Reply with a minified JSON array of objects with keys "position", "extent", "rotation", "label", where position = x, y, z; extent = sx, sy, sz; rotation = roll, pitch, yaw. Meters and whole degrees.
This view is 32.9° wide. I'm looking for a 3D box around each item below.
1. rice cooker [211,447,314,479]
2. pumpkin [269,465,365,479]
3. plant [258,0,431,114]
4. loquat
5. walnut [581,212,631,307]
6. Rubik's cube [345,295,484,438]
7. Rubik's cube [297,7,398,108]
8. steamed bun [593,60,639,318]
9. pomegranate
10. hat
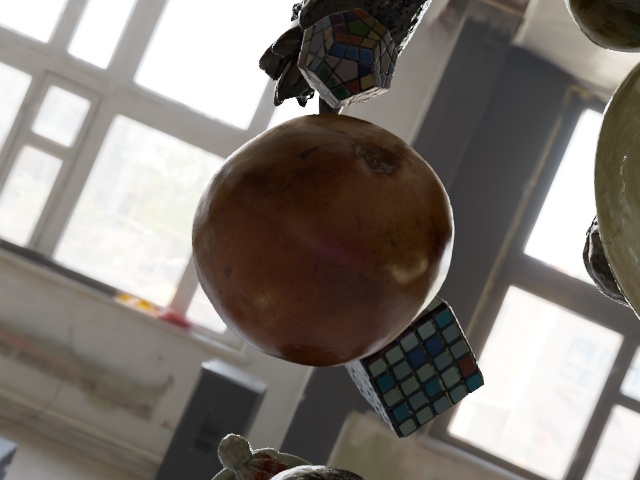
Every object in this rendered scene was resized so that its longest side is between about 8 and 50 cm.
[{"position":[-0.089,0.563,2.051],"extent":[0.288,0.288,0.277],"rotation":[22,-37,30],"label":"rice cooker"},{"position":[-0.010,0.398,1.358],"extent":[0.233,0.233,0.163],"rotation":[23,-12,-40],"label":"pumpkin"},{"position":[0.040,-0.317,1.639],"extent":[0.181,0.194,0.321],"rotation":[26,-42,-12],"label":"plant"},{"position":[0.477,-0.376,1.716],"extent":[0.195,0.152,0.152],"rotation":[23,0,19],"label":"loquat"},{"position":[0.550,0.015,1.797],"extent":[0.224,0.224,0.224],"rotation":[23,-1,0],"label":"walnut"},{"position":[0.141,0.189,1.860],"extent":[0.187,0.184,0.182],"rotation":[63,-10,-28],"label":"Rubik's cube"},{"position":[0.030,-0.199,1.185],"extent":[0.093,0.111,0.111],"rotation":[9,-7,28],"label":"Rubik's cube"},{"position":[0.538,0.000,1.272],"extent":[0.371,0.290,0.456],"rotation":[4,43,-39],"label":"steamed bun"},{"position":[0.000,0.000,1.091],"extent":[0.264,0.264,0.264],"rotation":[23,-1,0],"label":"pomegranate"},{"position":[-0.081,0.342,1.558],"extent":[0.162,0.094,0.112],"rotation":[31,-7,-7],"label":"hat"}]
